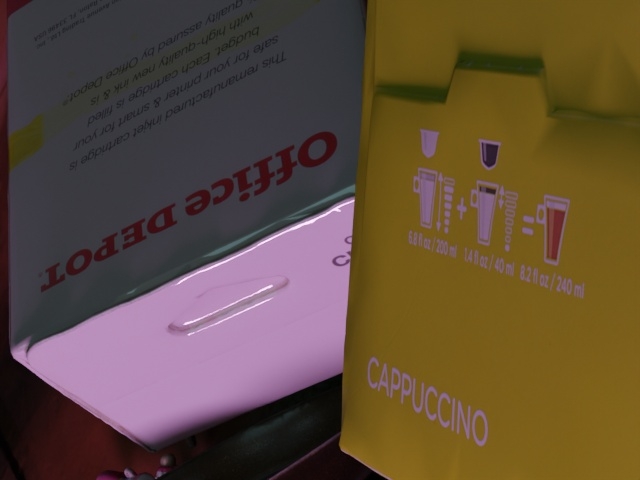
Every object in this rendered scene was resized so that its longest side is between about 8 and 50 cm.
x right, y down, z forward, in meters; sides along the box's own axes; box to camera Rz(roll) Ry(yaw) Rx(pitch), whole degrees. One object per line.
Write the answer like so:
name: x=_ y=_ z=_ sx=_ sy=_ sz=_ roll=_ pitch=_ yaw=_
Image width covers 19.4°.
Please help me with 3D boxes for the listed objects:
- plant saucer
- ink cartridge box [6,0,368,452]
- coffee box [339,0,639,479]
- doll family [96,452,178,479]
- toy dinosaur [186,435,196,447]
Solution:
plant saucer: x=-0.072 y=0.188 z=1.311 sx=0.311 sy=0.310 sz=0.050 roll=-27 pitch=92 yaw=45
ink cartridge box: x=-0.057 y=-0.089 z=1.253 sx=0.279 sy=0.160 sz=0.384 roll=-25 pitch=48 yaw=21
coffee box: x=0.225 y=-0.028 z=0.854 sx=0.338 sy=0.334 sz=0.338 roll=-161 pitch=74 yaw=-67
doll family: x=-0.132 y=0.309 z=1.512 sx=0.163 sy=0.118 sz=0.263 roll=7 pitch=75 yaw=55
toy dinosaur: x=-0.101 y=0.021 z=1.462 sx=0.200 sy=0.127 sz=0.295 roll=2 pitch=90 yaw=48
